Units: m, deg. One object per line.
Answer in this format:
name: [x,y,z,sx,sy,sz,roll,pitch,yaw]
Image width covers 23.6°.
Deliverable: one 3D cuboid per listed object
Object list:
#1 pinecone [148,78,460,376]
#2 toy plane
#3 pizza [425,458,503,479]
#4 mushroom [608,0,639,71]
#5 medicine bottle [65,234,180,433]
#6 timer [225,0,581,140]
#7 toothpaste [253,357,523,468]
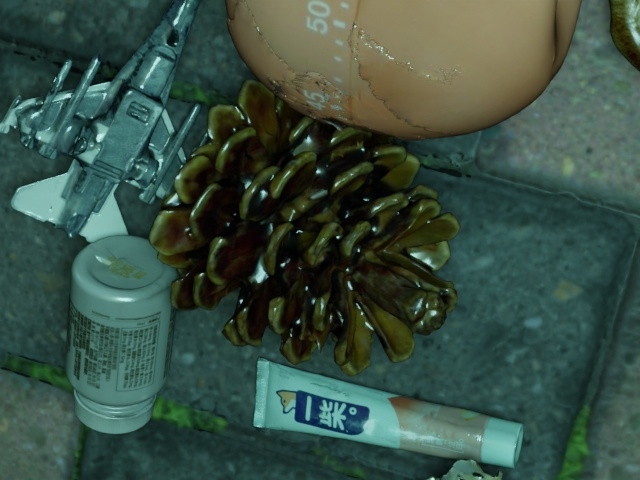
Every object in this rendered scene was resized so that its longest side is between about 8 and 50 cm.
pinecone: [0.002,-0.001,1.046,0.212,0.168,0.186,16,123,23]
toy plane: [-0.139,-0.088,1.105,0.160,0.082,0.234,26,112,-22]
pizza: [0.158,0.415,1.167,0.435,0.080,0.392,41,110,2]
mushroom: [0.249,-0.156,0.983,0.127,0.087,0.127,3,109,10]
medicine bottle: [-0.149,0.072,1.137,0.079,0.079,0.140,17,126,9]
timer: [0.052,-0.177,0.952,0.214,0.229,0.230,12,107,17]
toothpaste: [0.047,0.133,1.142,0.205,0.036,0.056,10,106,15]
